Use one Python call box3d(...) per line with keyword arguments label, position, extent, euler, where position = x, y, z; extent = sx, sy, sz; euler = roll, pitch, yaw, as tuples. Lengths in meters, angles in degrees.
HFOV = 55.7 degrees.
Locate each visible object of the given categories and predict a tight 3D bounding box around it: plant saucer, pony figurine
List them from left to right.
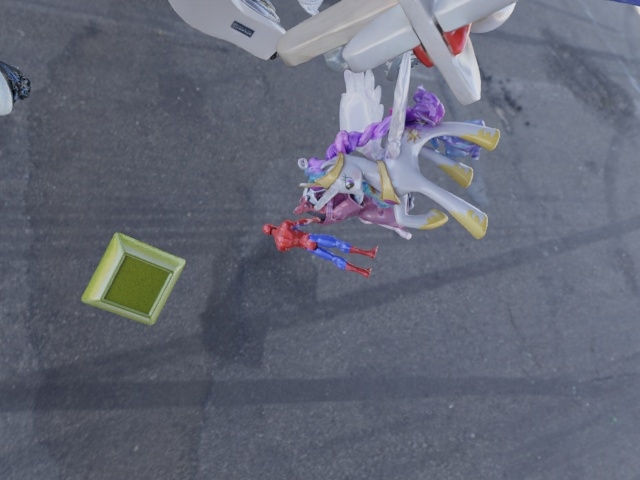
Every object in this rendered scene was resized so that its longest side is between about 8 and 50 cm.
box3d(label="plant saucer", position=(-0.441, 0.102, 1.451), extent=(0.188, 0.188, 0.045), euler=(26, 4, -30))
box3d(label="pony figurine", position=(0.157, -0.190, 1.171), extent=(0.364, 0.303, 0.350), euler=(14, 80, -16))

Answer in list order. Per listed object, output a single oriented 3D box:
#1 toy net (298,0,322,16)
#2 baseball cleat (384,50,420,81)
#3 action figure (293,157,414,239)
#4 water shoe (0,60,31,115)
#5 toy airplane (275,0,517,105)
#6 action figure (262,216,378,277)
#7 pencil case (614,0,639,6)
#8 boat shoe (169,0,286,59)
box3d(label="toy net", position=(-0.045, -0.431, 0.931), extent=(0.232, 0.045, 0.122), euler=(46, 33, -45))
box3d(label="baseball cleat", position=(0.233, -0.417, 1.366), extent=(0.109, 0.206, 0.072), euler=(44, 42, 3))
box3d(label="action figure", position=(0.076, -0.114, 1.813), extent=(0.370, 0.275, 0.248), euler=(-18, 27, -29))
box3d(label="water shoe", position=(-0.532, -0.269, 1.031), extent=(0.080, 0.072, 0.203), euler=(-3, 32, -37))
box3d(label="toy airplane", position=(0.155, -0.315, 0.691), extent=(0.272, 0.384, 0.386), euler=(26, 10, -49))
box3d(label="action figure", position=(0.000, 0.000, 1.484), extent=(0.281, 0.091, 0.139), euler=(17, 21, 7))
box3d(label="pencil case", position=(0.390, -0.395, 0.850), extent=(0.306, 0.133, 0.119), euler=(15, 36, 19))
box3d(label="boat shoe", position=(-0.234, -0.576, 1.477), extent=(0.341, 0.127, 0.158), euler=(23, 38, -43))
